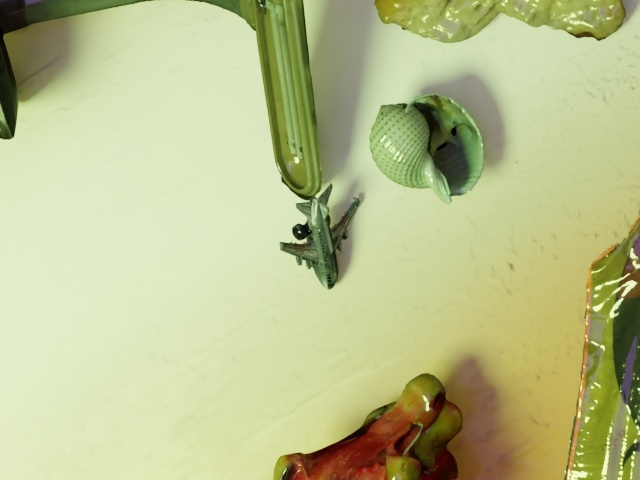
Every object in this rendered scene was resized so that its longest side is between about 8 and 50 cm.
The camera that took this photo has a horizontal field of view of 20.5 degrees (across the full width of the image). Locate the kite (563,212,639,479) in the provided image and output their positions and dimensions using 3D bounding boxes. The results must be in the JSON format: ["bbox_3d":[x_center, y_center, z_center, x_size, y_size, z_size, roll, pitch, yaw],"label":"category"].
[{"bbox_3d":[0.323,0.104,1.248,0.377,0.013,0.327,-45,70,19],"label":"kite"}]

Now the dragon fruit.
[{"bbox_3d":[0.039,0.193,1.305,0.150,0.133,0.207,29,89,13],"label":"dragon fruit"}]

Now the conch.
[{"bbox_3d":[0.077,-0.070,1.309,0.076,0.056,0.085,-38,106,-6],"label":"conch"}]

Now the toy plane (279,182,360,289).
[{"bbox_3d":[0.000,0.000,1.336,0.031,0.078,0.083,31,138,40],"label":"toy plane"}]

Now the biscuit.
[{"bbox_3d":[0.128,-0.202,1.284,0.183,0.061,0.118,-1,93,13],"label":"biscuit"}]

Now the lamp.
[{"bbox_3d":[-0.133,-0.118,1.340,0.283,0.124,0.203,-6,113,10],"label":"lamp"}]
